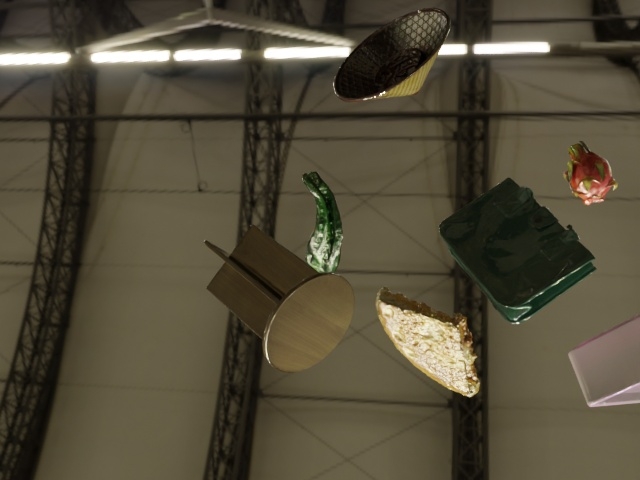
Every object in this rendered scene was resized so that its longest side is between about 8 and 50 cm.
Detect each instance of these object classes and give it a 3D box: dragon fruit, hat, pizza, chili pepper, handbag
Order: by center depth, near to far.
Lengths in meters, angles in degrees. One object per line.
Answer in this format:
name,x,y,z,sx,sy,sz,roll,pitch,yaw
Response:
hat,0.119,-0.244,1.067,0.193,0.082,0.193,-26,-144,21
dragon fruit,0.501,-0.128,1.373,0.086,0.081,0.116,-4,-108,-35
chili pepper,0.000,0.000,1.387,0.065,0.278,0.122,-8,-129,-8
handbag,0.438,0.013,1.671,0.239,0.089,0.326,-37,-136,4
pizza,0.269,0.221,1.678,0.335,0.226,0.086,46,-131,-2

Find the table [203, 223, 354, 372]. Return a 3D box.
table,-0.082,0.074,1.145,0.167,0.167,0.227,-28,-137,-28

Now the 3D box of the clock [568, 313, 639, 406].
clock,0.372,0.101,0.731,0.150,0.197,0.063,6,-124,-38
